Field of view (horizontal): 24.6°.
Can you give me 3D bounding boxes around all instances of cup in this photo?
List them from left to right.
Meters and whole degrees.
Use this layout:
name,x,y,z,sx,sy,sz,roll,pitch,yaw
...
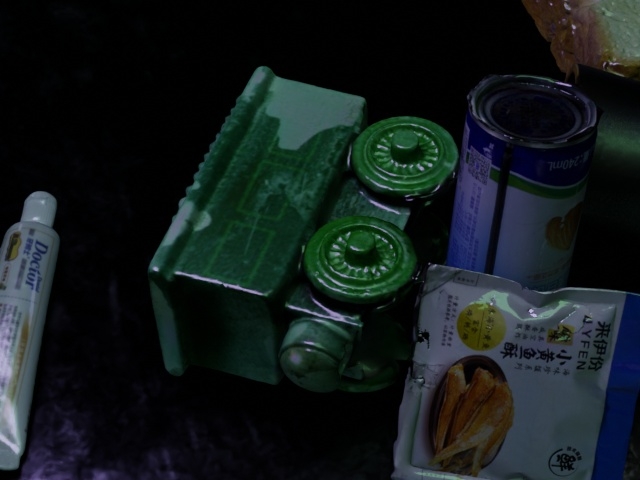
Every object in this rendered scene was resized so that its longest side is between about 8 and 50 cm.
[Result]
name,x,y,z,sx,sy,sz,roll,pitch,yaw
cup,0.264,-0.008,1.190,0.177,0.239,0.166,13,9,1

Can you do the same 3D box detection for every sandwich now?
name,x,y,z,sx,sy,sz,roll,pitch,yaw
sandwich,0.317,-0.222,1.354,0.254,0.100,0.288,-10,50,-13

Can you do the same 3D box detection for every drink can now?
name,x,y,z,sx,sy,sz,roll,pitch,yaw
drink can,0.141,-0.001,1.082,0.097,0.235,0.097,2,36,-2

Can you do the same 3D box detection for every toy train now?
name,x,y,z,sx,sy,sz,roll,pitch,yaw
toy train,0.000,0.000,1.146,0.202,0.145,0.266,14,51,13

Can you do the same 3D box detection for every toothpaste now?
name,x,y,z,sx,sy,sz,roll,pitch,yaw
toothpaste,-0.244,0.065,1.150,0.067,0.037,0.255,8,54,-3

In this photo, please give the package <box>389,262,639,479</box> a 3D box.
name,x,y,z,sx,sy,sz,roll,pitch,yaw
package,0.146,0.108,1.061,0.173,0.171,0.027,8,13,3
